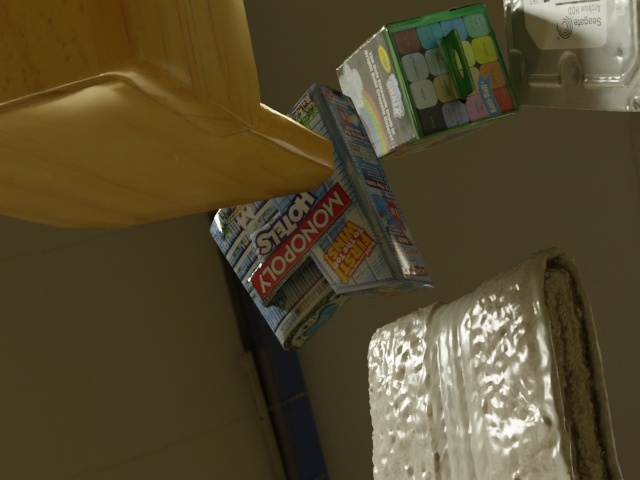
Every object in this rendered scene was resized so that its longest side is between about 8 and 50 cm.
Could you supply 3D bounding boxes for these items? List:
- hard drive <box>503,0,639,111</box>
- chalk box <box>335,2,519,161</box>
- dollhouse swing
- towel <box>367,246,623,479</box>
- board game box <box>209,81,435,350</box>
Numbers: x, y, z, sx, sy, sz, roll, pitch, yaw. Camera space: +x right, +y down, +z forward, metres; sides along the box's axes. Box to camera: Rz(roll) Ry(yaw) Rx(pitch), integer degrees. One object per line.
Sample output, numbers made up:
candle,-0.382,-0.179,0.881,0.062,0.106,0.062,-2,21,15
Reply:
hard drive,0.257,-0.298,0.826,0.064,0.237,0.339,-13,-75,-17
chalk box,0.126,-0.179,0.969,0.132,0.213,0.132,-17,-89,-20
dollhouse swing,-0.190,-0.164,0.627,0.305,0.346,0.315,-15,-86,-63
towel,0.091,0.164,0.486,0.049,0.187,0.282,8,-114,-29
board game box,0.000,0.000,0.750,0.194,0.194,0.060,-47,-30,22
